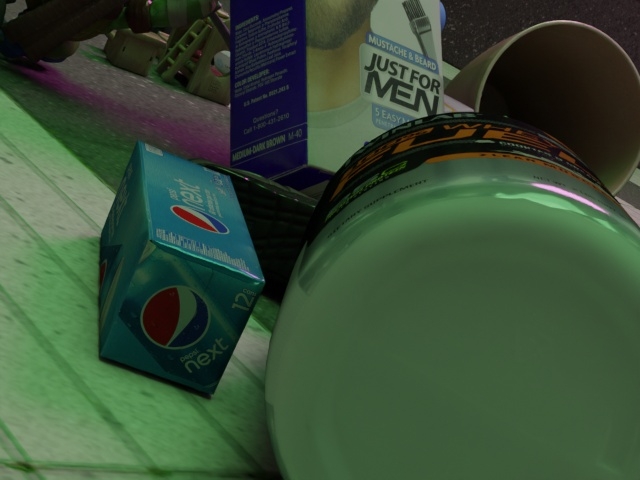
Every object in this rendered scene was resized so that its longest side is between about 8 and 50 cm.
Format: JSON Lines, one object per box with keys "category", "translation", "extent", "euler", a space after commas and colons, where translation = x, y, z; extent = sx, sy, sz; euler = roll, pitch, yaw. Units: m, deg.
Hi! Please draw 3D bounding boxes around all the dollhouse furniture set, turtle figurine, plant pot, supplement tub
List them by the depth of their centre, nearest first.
{"category": "supplement tub", "translation": [0.078, 0.037, 0.689], "extent": [0.193, 0.193, 0.316], "euler": [25, 12, -3]}
{"category": "turtle figurine", "translation": [-0.183, -0.296, 1.238], "extent": [0.274, 0.266, 0.198], "euler": [-14, 67, -35]}
{"category": "dollhouse furniture set", "translation": [-0.188, -0.258, 1.555], "extent": [0.161, 0.101, 0.182], "euler": [17, 15, -33]}
{"category": "plant pot", "translation": [0.269, -0.164, 1.812], "extent": [0.256, 0.256, 0.274], "euler": [21, -3, -19]}

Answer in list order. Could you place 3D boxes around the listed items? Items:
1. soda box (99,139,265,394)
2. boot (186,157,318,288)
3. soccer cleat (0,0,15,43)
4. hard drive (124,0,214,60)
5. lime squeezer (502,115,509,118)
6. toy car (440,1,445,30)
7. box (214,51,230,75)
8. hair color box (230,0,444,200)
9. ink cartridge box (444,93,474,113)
{"category": "soda box", "translation": [-0.087, 0.008, 0.762], "extent": [0.067, 0.071, 0.210], "euler": [21, 14, -15]}
{"category": "boot", "translation": [0.000, 0.000, 0.956], "extent": [0.246, 0.083, 0.161], "euler": [26, 7, -2]}
{"category": "soccer cleat", "translation": [-0.392, -0.257, 1.198], "extent": [0.121, 0.093, 0.289], "euler": [2, 25, -46]}
{"category": "hard drive", "translation": [-0.198, -0.316, 1.872], "extent": [0.172, 0.054, 0.254], "euler": [16, 16, -35]}
{"category": "lime squeezer", "translation": [0.080, -0.131, 1.558], "extent": [0.310, 0.110, 0.059], "euler": [14, 34, -26]}
{"category": "toy car", "translation": [0.023, -0.308, 1.982], "extent": [0.238, 0.210, 0.219], "euler": [20, 13, 42]}
{"category": "box", "translation": [-0.028, -0.247, 1.755], "extent": [0.186, 0.038, 0.145], "euler": [-29, 47, -31]}
{"category": "hair color box", "translation": [0.017, -0.195, 1.198], "extent": [0.185, 0.339, 0.110], "euler": [13, -22, -43]}
{"category": "ink cartridge box", "translation": [0.066, -0.110, 1.390], "extent": [0.127, 0.128, 0.176], "euler": [29, 14, 15]}
